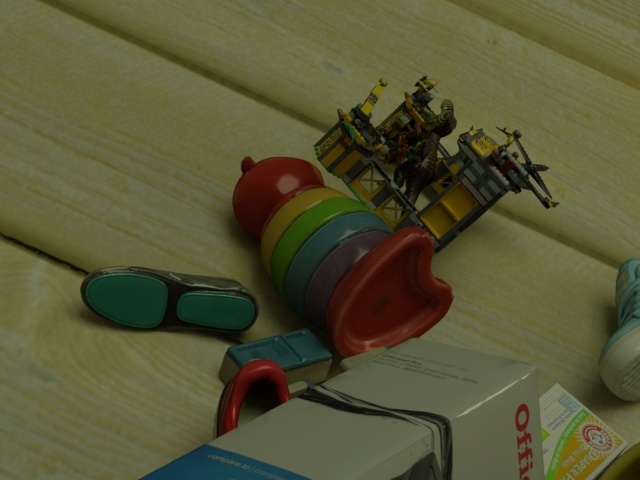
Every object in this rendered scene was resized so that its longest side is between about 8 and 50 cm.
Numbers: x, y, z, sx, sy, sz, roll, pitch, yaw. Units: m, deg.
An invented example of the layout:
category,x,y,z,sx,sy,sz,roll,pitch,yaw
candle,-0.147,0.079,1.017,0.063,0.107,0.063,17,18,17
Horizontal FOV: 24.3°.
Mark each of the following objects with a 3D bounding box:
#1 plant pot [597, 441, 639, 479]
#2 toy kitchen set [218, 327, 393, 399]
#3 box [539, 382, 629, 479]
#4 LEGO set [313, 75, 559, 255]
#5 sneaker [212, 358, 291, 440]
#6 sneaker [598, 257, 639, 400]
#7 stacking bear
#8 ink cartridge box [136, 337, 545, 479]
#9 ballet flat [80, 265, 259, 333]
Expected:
category,x,y,z,sx,sy,sz,roll,pitch,yaw
plant pot,0.399,0.319,1.391,0.239,0.254,0.254,26,28,-47
toy kitchen set,0.011,0.138,1.620,0.122,0.166,0.207,-11,43,-39
box,0.238,0.266,1.675,0.114,0.103,0.203,40,40,17
LEGO set,0.166,-0.122,1.933,0.255,0.192,0.331,54,26,15
sneaker,-0.065,0.247,1.473,0.107,0.118,0.279,0,63,-12
sneaker,0.434,0.100,1.974,0.150,0.135,0.366,36,30,24
stacking bear,0.000,0.000,1.808,0.164,0.175,0.289,-38,52,-10
ink cartridge box,0.035,0.291,1.358,0.166,0.285,0.395,10,23,41
ballet flat,-0.176,0.067,1.711,0.213,0.072,0.068,10,14,-22
